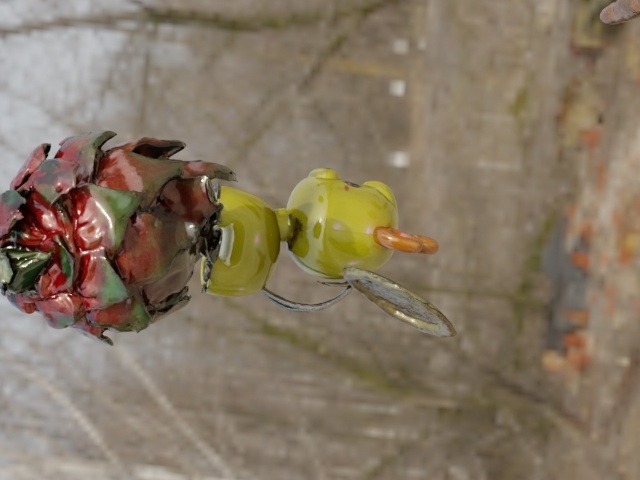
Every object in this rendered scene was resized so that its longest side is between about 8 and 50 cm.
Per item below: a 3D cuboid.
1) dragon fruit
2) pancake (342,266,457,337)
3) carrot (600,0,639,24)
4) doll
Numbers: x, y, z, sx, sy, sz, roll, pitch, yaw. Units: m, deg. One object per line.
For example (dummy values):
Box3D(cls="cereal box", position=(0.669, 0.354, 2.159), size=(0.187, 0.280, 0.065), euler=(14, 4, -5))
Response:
Box3D(cls="dragon fruit", position=(-0.175, -0.003, 1.571), size=(0.182, 0.188, 0.182), euler=(-163, 90, -79))
Box3D(cls="pancake", position=(0.069, 0.053, 1.669), size=(0.011, 0.115, 0.115), euler=(-61, -8, -13))
Box3D(cls="carrot", position=(0.316, -0.237, 1.904), size=(0.165, 0.035, 0.036), euler=(156, 121, -70))
Box3D(cls="doll", position=(0.000, 0.000, 1.779), size=(0.143, 0.221, 0.135), euler=(169, 104, -81))
